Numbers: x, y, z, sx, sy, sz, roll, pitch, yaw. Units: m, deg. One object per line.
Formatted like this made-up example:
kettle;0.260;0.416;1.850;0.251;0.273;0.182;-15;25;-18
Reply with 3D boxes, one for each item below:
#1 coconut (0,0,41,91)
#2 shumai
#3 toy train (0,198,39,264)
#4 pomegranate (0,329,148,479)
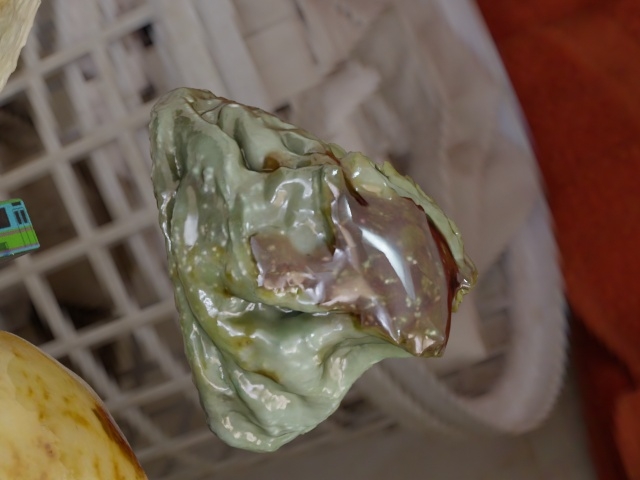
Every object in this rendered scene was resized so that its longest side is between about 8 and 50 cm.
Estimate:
coconut;-0.260;-0.140;0.766;0.329;0.329;0.329;49;28;-39
shumai;0.000;-0.005;0.934;0.184;0.142;0.184;-7;90;-85
toy train;-0.257;0.008;1.185;0.209;0.044;0.042;-15;85;-55
pomegranate;-0.173;0.147;0.878;0.215;0.215;0.215;49;28;-39
